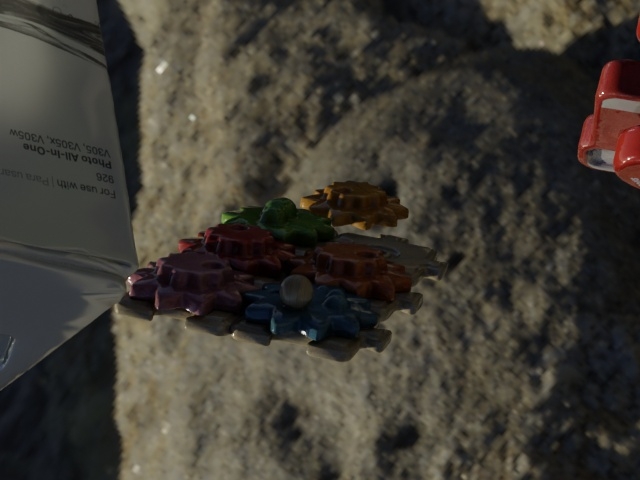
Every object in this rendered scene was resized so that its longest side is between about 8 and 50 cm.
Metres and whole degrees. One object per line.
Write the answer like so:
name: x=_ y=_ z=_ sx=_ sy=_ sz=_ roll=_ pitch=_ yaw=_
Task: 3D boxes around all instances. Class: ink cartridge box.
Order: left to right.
ink cartridge box: x=-0.214 y=-0.072 z=0.700 sx=0.211 sy=0.122 sz=0.289 roll=-36 pitch=56 yaw=38

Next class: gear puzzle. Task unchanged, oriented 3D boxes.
gear puzzle: x=0.000 y=0.000 z=0.982 sx=0.175 sy=0.339 sz=0.044 roll=11 pitch=108 yaw=16

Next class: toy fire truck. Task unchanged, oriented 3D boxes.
toy fire truck: x=0.398 y=-0.102 z=1.281 sx=0.302 sy=0.254 sz=0.169 roll=10 pitch=77 yaw=11
